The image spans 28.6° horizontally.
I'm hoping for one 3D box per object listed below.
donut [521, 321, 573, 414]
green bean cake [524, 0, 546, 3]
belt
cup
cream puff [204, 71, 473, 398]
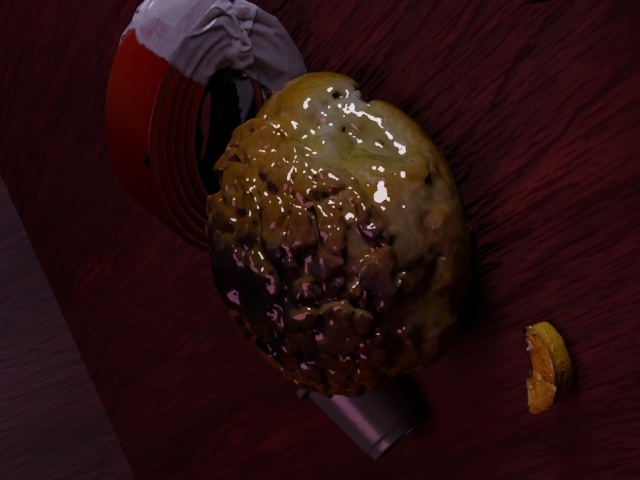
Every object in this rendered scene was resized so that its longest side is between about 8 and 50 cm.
[{"bbox_3d":[0.218,0.121,1.222,0.083,0.038,0.067,68,155,10],"label":"donut"},{"bbox_3d":[0.183,-0.310,0.903,0.198,0.097,0.233,-18,92,68],"label":"green bean cake"},{"bbox_3d":[-0.127,-0.144,1.445,0.115,0.227,0.324,34,139,44],"label":"belt"},{"bbox_3d":[0.052,0.183,1.497,0.141,0.120,0.120,46,148,11],"label":"cup"},{"bbox_3d":[0.000,0.000,1.321,0.327,0.231,0.343,-20,91,66],"label":"cream puff"}]
